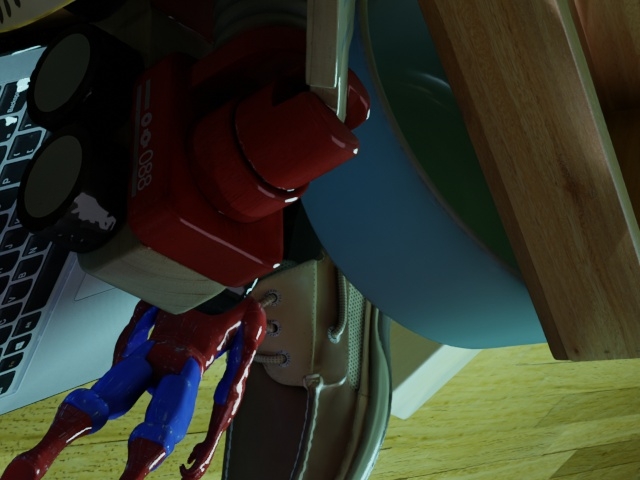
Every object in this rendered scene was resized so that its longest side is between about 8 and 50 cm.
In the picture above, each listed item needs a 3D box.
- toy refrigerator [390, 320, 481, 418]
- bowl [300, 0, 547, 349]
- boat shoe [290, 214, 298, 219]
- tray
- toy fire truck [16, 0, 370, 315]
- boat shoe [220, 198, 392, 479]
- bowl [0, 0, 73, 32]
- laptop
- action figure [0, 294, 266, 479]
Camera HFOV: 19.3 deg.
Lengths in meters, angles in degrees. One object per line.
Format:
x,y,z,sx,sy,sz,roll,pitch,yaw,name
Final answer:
0.129,0.024,1.620,0.269,0.102,0.094,-44,158,5,toy refrigerator
0.102,-0.055,1.209,0.311,0.311,0.163,-16,165,-45,bowl
0.000,0.000,1.410,0.073,0.073,0.207,-46,156,28,boat shoe
0.111,-0.149,0.956,0.203,0.076,0.411,-72,148,-41,tray
-0.032,-0.110,0.886,0.246,0.217,0.158,-27,139,35,toy fire truck
-0.020,0.051,1.277,0.120,0.324,0.122,31,152,-36,boat shoe
-0.112,-0.178,0.855,0.170,0.170,0.080,-40,113,-2,bowl
-0.157,0.089,1.112,0.408,0.236,0.382,-19,150,-42,laptop
-0.108,0.111,1.126,0.139,0.091,0.280,-68,174,33,action figure
